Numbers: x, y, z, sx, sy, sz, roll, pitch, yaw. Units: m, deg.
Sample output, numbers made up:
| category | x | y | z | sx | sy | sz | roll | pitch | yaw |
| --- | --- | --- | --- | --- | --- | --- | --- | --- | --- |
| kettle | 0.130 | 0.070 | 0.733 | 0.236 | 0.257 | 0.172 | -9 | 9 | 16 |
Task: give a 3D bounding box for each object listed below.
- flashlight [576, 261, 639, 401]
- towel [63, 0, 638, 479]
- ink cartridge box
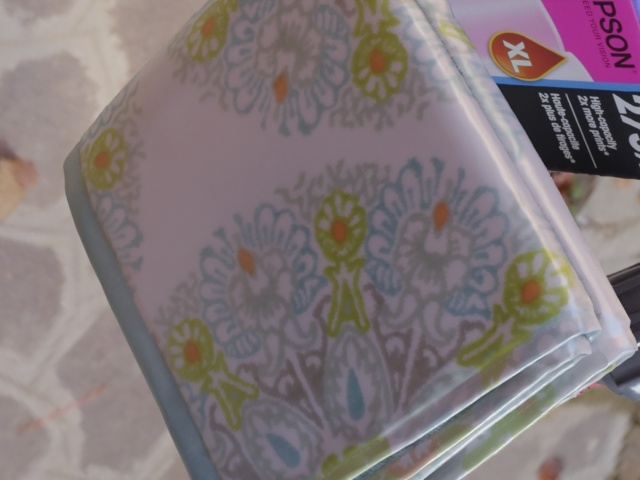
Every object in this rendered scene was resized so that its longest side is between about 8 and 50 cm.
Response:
| category | x | y | z | sx | sy | sz | roll | pitch | yaw |
| --- | --- | --- | --- | --- | --- | --- | --- | --- | --- |
| flashlight | 0.132 | 0.115 | 1.219 | 0.304 | 0.103 | 0.103 | -26 | -177 | 30 |
| towel | 0.000 | 0.000 | 1.116 | 0.320 | 0.374 | 0.090 | -40 | 156 | 30 |
| ink cartridge box | 0.153 | -0.127 | 1.149 | 0.069 | 0.370 | 0.176 | -55 | 133 | -33 |
